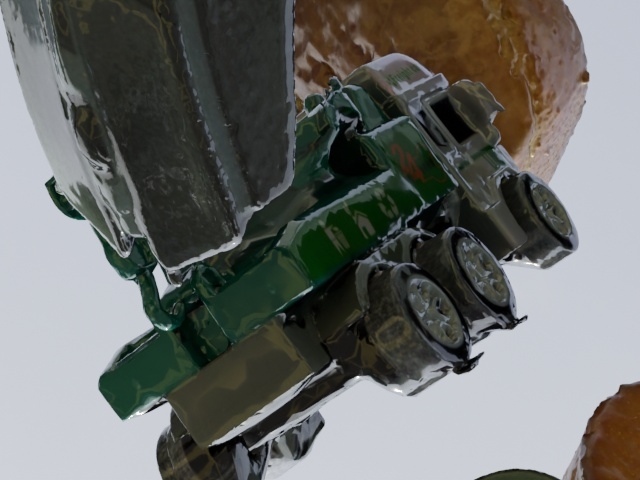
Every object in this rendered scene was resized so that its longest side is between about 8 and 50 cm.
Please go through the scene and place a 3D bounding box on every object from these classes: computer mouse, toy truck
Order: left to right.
[{"bbox_3d":[-0.075,-0.092,0.652,0.126,0.071,0.231,16,-68,40],"label":"computer mouse"},{"bbox_3d":[0.005,0.006,0.933,0.176,0.363,0.178,-35,-94,26],"label":"toy truck"}]

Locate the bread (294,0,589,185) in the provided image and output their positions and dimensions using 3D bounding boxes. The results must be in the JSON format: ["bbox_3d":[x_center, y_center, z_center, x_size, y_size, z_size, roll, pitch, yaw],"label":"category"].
[{"bbox_3d":[0.087,-0.129,1.531,0.312,0.172,0.312,23,-58,42],"label":"bread"}]

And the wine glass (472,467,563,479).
[{"bbox_3d":[0.128,0.230,0.998,0.103,0.231,0.103,-12,-137,11],"label":"wine glass"}]

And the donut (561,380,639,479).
[{"bbox_3d":[0.272,0.208,1.183,0.253,0.253,0.118,50,-47,28],"label":"donut"}]
